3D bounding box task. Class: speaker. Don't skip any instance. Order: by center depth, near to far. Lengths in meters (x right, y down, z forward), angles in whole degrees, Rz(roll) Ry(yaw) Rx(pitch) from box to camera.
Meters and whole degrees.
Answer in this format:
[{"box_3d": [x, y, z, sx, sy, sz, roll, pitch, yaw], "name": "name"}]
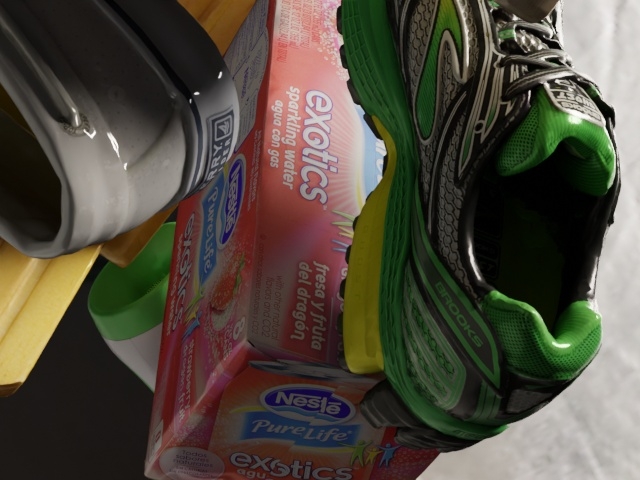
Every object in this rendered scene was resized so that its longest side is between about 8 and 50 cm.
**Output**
[{"box_3d": [-0.067, 0.124, 1.511, 0.296, 0.131, 0.131, 51, 52, -28], "name": "speaker"}]

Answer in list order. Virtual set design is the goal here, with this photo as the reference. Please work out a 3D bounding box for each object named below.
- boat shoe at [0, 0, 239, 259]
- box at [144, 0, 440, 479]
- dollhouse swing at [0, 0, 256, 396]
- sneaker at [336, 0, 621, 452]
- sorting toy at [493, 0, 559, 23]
[{"box_3d": [-0.218, -0.115, 0.754, 0.367, 0.136, 0.156, 41, 44, 10], "name": "boat shoe"}, {"box_3d": [0.000, 0.000, 1.047, 0.142, 0.154, 0.300, 18, 46, -17], "name": "box"}, {"box_3d": [-0.243, -0.118, 1.269, 0.346, 0.315, 0.305, 35, 35, -10], "name": "dollhouse swing"}, {"box_3d": [0.099, -0.071, 0.893, 0.134, 0.146, 0.344, 10, 69, -30], "name": "sneaker"}, {"box_3d": [0.082, -0.266, 0.775, 0.089, 0.257, 0.255, 25, 17, -35], "name": "sorting toy"}]
